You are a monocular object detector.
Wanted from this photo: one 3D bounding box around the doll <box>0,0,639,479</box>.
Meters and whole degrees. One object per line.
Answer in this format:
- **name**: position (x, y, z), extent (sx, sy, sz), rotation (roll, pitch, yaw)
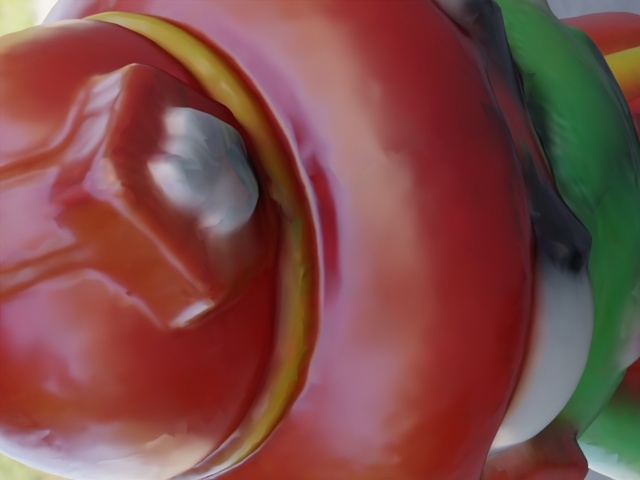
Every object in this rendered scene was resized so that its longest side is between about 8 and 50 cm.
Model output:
- **doll**: position (0.001, 0.000, 0.527), extent (0.363, 0.160, 0.182), rotation (-2, -106, -57)
